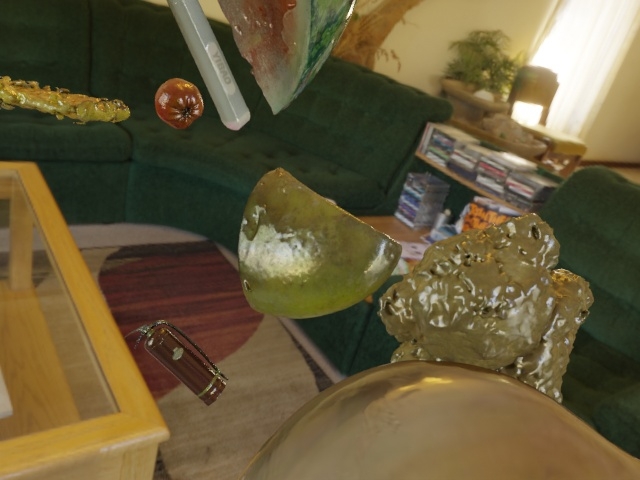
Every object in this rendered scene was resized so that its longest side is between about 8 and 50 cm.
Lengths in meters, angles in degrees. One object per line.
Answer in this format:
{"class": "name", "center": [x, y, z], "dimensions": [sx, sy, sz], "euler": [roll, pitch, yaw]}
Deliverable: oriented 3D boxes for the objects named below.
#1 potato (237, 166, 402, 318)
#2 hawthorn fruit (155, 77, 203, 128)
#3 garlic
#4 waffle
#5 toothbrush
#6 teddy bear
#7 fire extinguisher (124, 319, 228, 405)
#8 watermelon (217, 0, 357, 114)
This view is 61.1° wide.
{"class": "potato", "center": [0.000, 0.000, 0.899], "dimensions": [0.255, 0.270, 0.112], "euler": [3, -8, 28]}
{"class": "hawthorn fruit", "center": [-0.374, -0.356, 1.397], "dimensions": [0.140, 0.125, 0.125], "euler": [34, 26, 0]}
{"class": "garlic", "center": [0.049, 0.221, 0.380], "dimensions": [0.340, 0.231, 0.246], "euler": [-35, 83, -20]}
{"class": "waffle", "center": [-0.516, -0.280, 1.094], "dimensions": [0.262, 0.060, 0.280], "euler": [1, 17, -37]}
{"class": "toothbrush", "center": [-0.117, -0.221, 0.370], "dimensions": [0.030, 0.342, 0.025], "euler": [22, 57, 35]}
{"class": "teddy bear", "center": [0.180, 0.089, 0.591], "dimensions": [0.256, 0.267, 0.156], "euler": [54, 7, -32]}
{"class": "fire extinguisher", "center": [-0.205, 0.173, 0.790], "dimensions": [0.158, 0.043, 0.064], "euler": [47, 59, -11]}
{"class": "watermelon", "center": [-0.028, -0.290, 0.470], "dimensions": [0.175, 0.260, 0.256], "euler": [7, 68, -16]}
